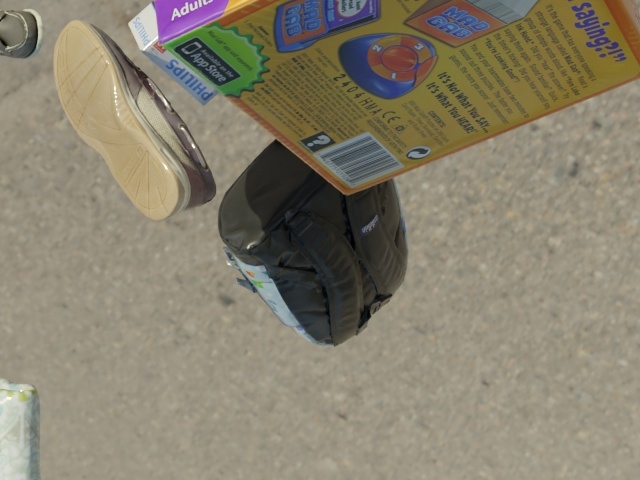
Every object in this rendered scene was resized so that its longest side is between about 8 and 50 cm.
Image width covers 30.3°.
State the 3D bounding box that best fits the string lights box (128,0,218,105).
[{"bbox_3d":[-0.106,-0.312,1.536,0.133,0.260,0.076,39,-165,-45],"label":"string lights box"}]

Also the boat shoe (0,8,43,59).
[{"bbox_3d":[-0.525,-0.340,1.943,0.228,0.069,0.081,9,99,54],"label":"boat shoe"}]

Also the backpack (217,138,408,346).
[{"bbox_3d":[0.000,0.000,1.783,0.273,0.290,0.355,28,159,47],"label":"backpack"}]

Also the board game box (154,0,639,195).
[{"bbox_3d":[0.071,-0.319,1.156,0.356,0.356,0.356,-21,151,21],"label":"board game box"}]

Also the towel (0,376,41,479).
[{"bbox_3d":[-0.607,0.366,1.946,0.375,0.090,0.320,8,106,31],"label":"towel"}]

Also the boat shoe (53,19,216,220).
[{"bbox_3d":[-0.222,-0.144,1.404,0.103,0.092,0.285,-50,65,30],"label":"boat shoe"}]
